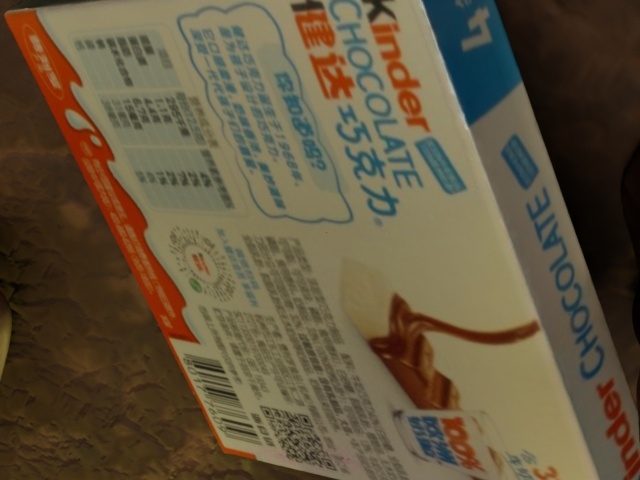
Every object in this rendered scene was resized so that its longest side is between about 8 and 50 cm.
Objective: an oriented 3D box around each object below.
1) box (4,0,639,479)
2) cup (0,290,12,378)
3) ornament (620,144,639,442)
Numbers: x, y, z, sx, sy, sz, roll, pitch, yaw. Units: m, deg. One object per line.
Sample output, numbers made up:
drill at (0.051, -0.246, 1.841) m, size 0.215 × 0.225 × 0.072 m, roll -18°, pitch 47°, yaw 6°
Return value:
box at (0.000, 0.000, 0.653) m, size 0.265 × 0.048 × 0.273 m, roll 5°, pitch 126°, yaw 46°
cup at (-0.285, 0.085, 0.772) m, size 0.200 × 0.191 × 0.253 m, roll 20°, pitch 151°, yaw -3°
ornament at (0.225, 0.032, 0.590) m, size 0.221 × 0.217 × 0.235 m, roll 35°, pitch 121°, yaw -7°
